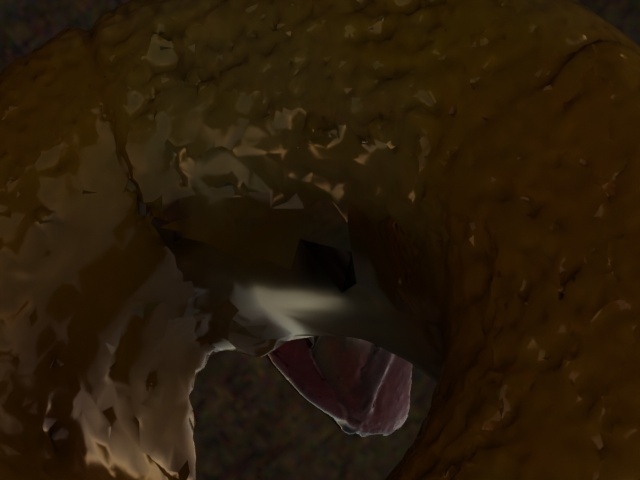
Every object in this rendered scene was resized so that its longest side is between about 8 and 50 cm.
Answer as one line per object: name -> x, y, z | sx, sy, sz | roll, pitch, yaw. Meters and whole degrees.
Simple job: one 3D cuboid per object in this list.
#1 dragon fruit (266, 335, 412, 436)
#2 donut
dragon fruit -> 0.000, 0.000, 1.541 | 0.100, 0.343, 0.282 | -25, 155, 37
donut -> -0.016, 0.047, 0.454 | 0.303, 0.303, 0.110 | -44, 146, 3
